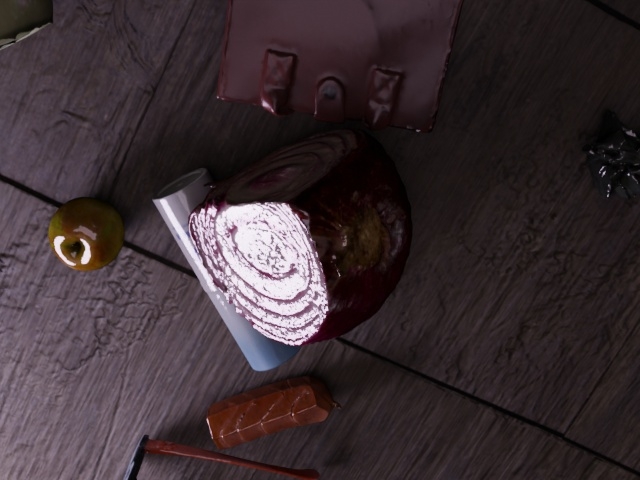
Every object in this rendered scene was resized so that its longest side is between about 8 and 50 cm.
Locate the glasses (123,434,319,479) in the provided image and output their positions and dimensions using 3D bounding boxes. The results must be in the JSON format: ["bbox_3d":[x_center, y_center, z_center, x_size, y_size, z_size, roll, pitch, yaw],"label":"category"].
[{"bbox_3d":[-0.145,0.380,1.279,0.268,0.118,0.234,8,110,-2],"label":"glasses"}]

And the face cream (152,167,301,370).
[{"bbox_3d":[-0.109,0.038,1.165,0.077,0.077,0.250,-26,108,10],"label":"face cream"}]

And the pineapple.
[{"bbox_3d":[0.415,-0.076,1.103,0.237,0.111,0.119,21,78,2],"label":"pineapple"}]

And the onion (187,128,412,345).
[{"bbox_3d":[0.004,-0.002,1.068,0.207,0.216,0.206,-37,116,-31],"label":"onion"}]

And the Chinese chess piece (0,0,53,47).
[{"bbox_3d":[-0.396,-0.221,0.977,0.250,0.250,0.101,-21,106,9],"label":"Chinese chess piece"}]

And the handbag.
[{"bbox_3d":[0.029,-0.263,1.049,0.260,0.084,0.275,9,112,-5],"label":"handbag"}]

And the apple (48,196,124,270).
[{"bbox_3d":[-0.279,-0.007,1.152,0.089,0.074,0.089,1,113,2],"label":"apple"}]

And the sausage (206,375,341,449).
[{"bbox_3d":[-0.059,0.218,1.242,0.169,0.065,0.065,-19,110,7],"label":"sausage"}]
